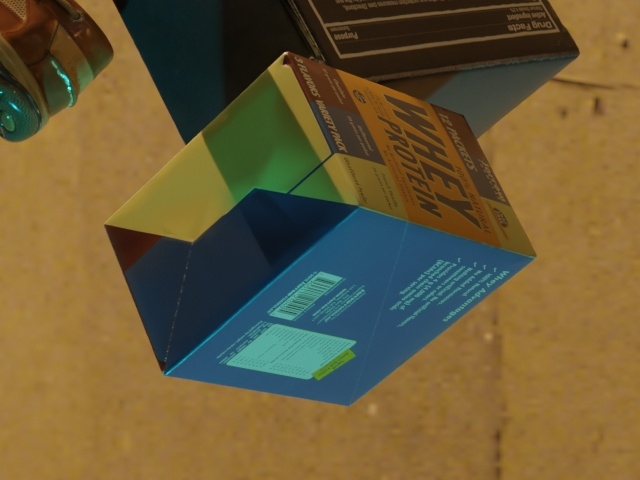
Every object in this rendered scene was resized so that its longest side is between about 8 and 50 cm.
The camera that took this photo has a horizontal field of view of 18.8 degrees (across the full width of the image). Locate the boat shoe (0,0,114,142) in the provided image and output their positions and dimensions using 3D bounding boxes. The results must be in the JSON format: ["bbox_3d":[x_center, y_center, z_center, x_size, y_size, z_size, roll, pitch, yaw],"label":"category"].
[{"bbox_3d":[-0.279,-0.214,1.553,0.324,0.120,0.122,50,163,25],"label":"boat shoe"}]

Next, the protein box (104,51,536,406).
[{"bbox_3d":[0.000,0.000,1.364,0.200,0.201,0.136,-41,57,27],"label":"protein box"}]

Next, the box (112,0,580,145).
[{"bbox_3d":[-0.001,-0.210,1.554,0.183,0.296,0.294,-42,68,42],"label":"box"}]
